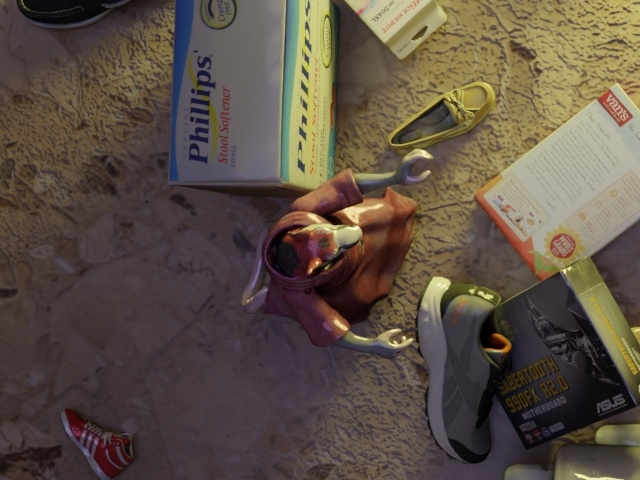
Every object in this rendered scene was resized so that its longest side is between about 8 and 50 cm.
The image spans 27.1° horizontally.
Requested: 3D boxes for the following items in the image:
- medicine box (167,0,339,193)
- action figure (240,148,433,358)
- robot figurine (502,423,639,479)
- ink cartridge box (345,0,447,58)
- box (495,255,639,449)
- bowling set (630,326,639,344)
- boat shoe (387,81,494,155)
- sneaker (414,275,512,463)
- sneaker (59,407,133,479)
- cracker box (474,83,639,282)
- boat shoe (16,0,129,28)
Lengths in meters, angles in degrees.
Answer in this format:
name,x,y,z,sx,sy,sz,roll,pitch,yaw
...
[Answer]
name,x,y,z,sx,sy,sz,roll,pitch,yaw
medicine box,-0.077,-0.191,1.673,0.149,0.289,0.263,2,90,12
action figure,0.000,0.000,1.614,0.276,0.370,0.248,11,89,15
robot figurine,0.397,0.350,1.606,0.354,0.199,0.300,1,52,11
ink cartridge box,0.090,-0.319,1.742,0.092,0.090,0.143,-42,81,8
box,0.291,0.143,1.637,0.056,0.231,0.183,-25,83,-34
bowling set,0.518,0.148,1.633,0.287,0.154,0.200,34,74,18
boat shoe,0.159,-0.160,1.746,0.153,0.048,0.056,-25,84,10
sneaker,0.189,0.172,1.659,0.108,0.100,0.271,4,123,24
sneaker,-0.306,0.270,1.839,0.067,0.042,0.118,-36,90,13
cracker box,0.336,-0.068,1.699,0.232,0.067,0.155,-38,83,10
boat shoe,-0.290,-0.373,1.821,0.303,0.091,0.114,-19,85,11
